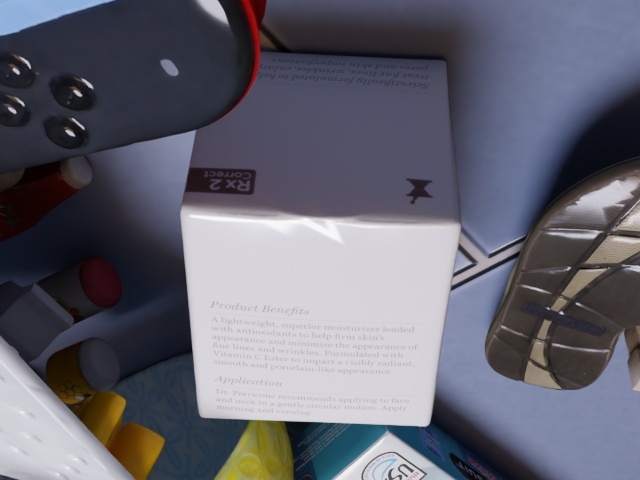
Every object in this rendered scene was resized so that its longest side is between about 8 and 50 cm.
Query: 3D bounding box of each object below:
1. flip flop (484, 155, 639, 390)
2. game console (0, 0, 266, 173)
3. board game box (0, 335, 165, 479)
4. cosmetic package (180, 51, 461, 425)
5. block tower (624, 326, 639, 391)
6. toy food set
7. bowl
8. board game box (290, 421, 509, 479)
[{"bbox_3d":[0.186,0.019,0.785,0.112,0.080,0.277,21,149,3],"label":"flip flop"},{"bbox_3d":[-0.237,-0.163,0.469,0.342,0.060,0.386,-12,135,27],"label":"game console"},{"bbox_3d":[-0.323,0.009,0.671,0.389,0.050,0.390,9,146,28],"label":"board game box"},{"bbox_3d":[0.000,0.000,0.721,0.151,0.151,0.184,3,134,0],"label":"cosmetic package"},{"bbox_3d":[0.299,-0.020,0.729,0.097,0.091,0.335,13,132,-8],"label":"block tower"},{"bbox_3d":[-0.190,0.006,0.764,0.104,0.111,0.232,-24,126,24],"label":"toy food set"},{"bbox_3d":[-0.123,0.227,0.828,0.289,0.289,0.156,-24,110,24],"label":"bowl"},{"bbox_3d":[0.069,0.298,1.002,0.254,0.079,0.336,-43,120,14],"label":"board game box"}]
